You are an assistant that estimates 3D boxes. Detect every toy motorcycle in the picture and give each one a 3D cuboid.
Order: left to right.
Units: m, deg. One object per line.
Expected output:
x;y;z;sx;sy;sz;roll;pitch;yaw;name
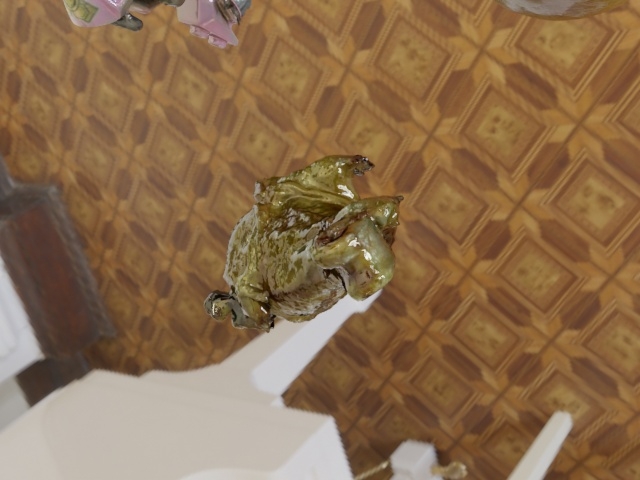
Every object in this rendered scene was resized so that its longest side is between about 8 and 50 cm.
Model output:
-0.197;-0.314;1.115;0.143;0.327;0.188;21;91;32;toy motorcycle

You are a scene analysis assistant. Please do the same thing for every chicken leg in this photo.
0.008;-0.005;0.971;0.140;0.211;0.361;29;157;-19;chicken leg

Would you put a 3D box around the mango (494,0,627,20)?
0.155;-0.263;0.705;0.193;0.146;0.316;64;175;-24;mango
